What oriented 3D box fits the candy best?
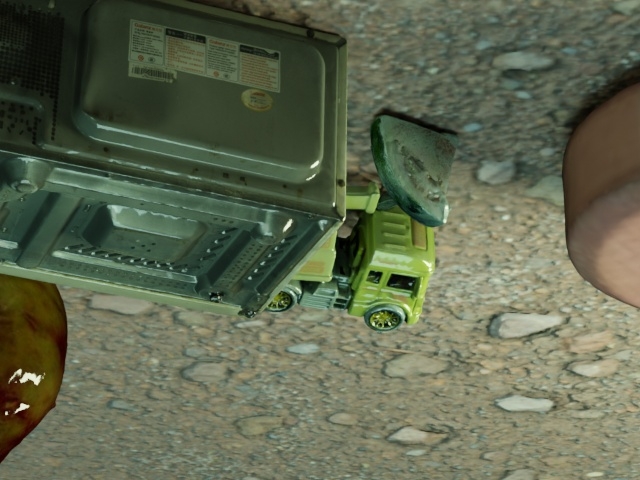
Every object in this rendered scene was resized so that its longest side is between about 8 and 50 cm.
[{"bbox_3d":[0.287,-0.031,1.290,0.255,0.094,0.255,1,153,1],"label":"candy"}]

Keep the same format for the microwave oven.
[{"bbox_3d":[-0.120,-0.058,1.204,0.241,0.145,0.194,12,154,-19],"label":"microwave oven"}]

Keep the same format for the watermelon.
[{"bbox_3d":[0.071,-0.048,1.313,0.061,0.085,0.085,-37,149,-3],"label":"watermelon"}]

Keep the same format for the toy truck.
[{"bbox_3d":[0.000,0.000,1.391,0.169,0.077,0.100,10,138,-11],"label":"toy truck"}]

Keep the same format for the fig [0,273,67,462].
[{"bbox_3d":[-0.334,0.034,1.405,0.321,0.217,0.217,44,138,-15],"label":"fig"}]
